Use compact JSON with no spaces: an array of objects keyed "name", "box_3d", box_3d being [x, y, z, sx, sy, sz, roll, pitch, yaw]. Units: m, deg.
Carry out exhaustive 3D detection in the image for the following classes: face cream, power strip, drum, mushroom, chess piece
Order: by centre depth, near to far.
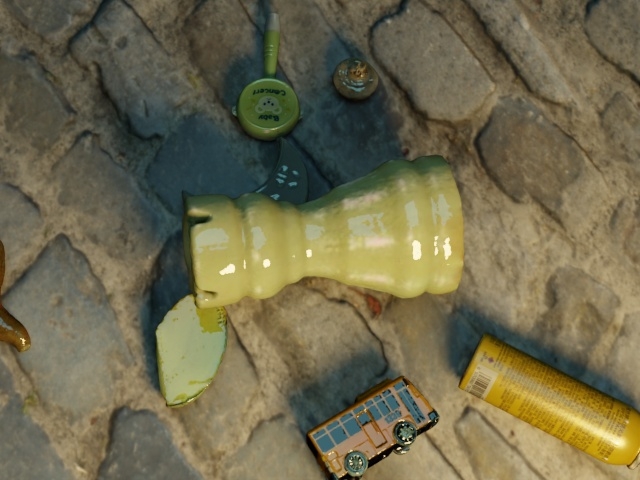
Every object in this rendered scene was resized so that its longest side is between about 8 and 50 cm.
[{"name":"face cream","box_3d":[0.403,0.274,1.856,0.348,0.105,0.105,26,69,8]},{"name":"chess piece","box_3d":[0.000,0.000,1.866,0.442,0.234,0.234,-7,69,-10]},{"name":"power strip","box_3d":[-0.126,-0.065,1.990,0.253,0.054,0.167,-33,72,-16]},{"name":"mushroom","box_3d":[0.066,-0.303,2.083,0.085,0.079,0.085,1,71,-2]},{"name":"drum","box_3d":[-0.112,-0.299,2.088,0.130,0.049,0.253,-11,69,-8]}]

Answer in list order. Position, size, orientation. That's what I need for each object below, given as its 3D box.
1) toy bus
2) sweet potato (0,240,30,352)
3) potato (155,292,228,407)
[{"name":"toy bus","box_3d":[0.082,0.306,1.829,0.201,0.098,0.114,-29,73,-13]},{"name":"sweet potato","box_3d":[-0.553,0.084,1.903,0.081,0.062,0.233,-17,73,-12]},{"name":"potato","box_3d":[-0.216,0.185,1.884,0.119,0.054,0.198,5,70,-2]}]
